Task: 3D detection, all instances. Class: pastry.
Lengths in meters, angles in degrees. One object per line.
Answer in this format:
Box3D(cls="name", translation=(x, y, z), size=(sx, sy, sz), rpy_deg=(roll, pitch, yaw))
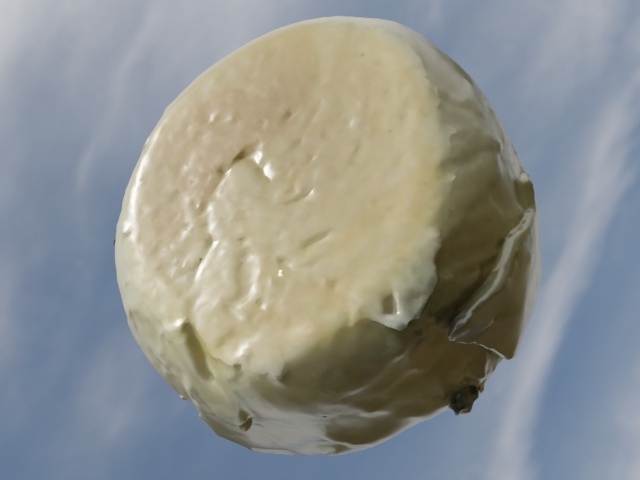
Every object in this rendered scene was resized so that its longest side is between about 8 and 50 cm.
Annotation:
Box3D(cls="pastry", translation=(-0.001, -0.001, 0.617), size=(0.264, 0.265, 0.133), rpy_deg=(-52, -36, -9))
